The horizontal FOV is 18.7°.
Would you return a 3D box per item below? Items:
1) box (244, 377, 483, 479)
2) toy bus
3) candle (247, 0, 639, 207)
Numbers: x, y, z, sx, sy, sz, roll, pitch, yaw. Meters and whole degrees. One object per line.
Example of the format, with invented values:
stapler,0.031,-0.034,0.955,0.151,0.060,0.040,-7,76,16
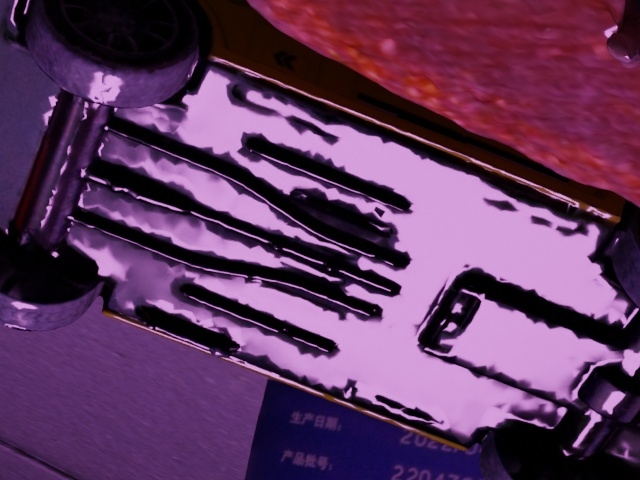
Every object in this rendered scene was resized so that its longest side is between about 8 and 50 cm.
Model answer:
box,0.110,0.161,1.090,0.200,0.106,0.299,7,171,27
toy bus,0.019,-0.019,0.741,0.331,0.151,0.145,22,132,-6
candle,0.092,-0.093,0.552,0.287,0.131,0.317,8,155,36
